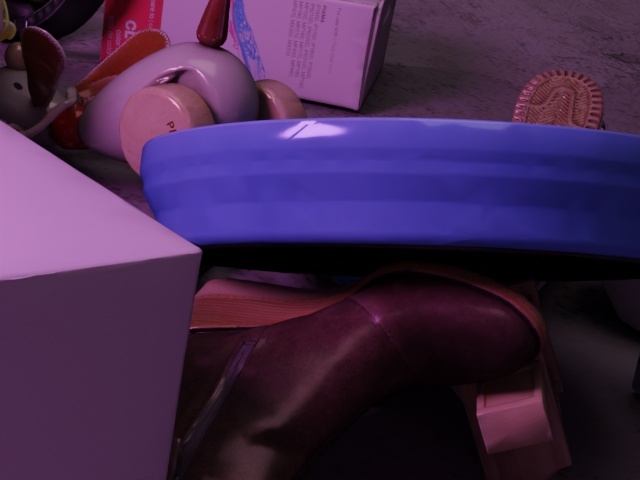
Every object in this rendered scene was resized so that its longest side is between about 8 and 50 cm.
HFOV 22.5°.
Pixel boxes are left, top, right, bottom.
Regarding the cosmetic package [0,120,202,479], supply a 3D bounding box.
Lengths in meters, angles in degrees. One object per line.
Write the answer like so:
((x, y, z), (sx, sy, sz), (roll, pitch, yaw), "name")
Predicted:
((-0.193, 0.070, 0.857), (0.138, 0.225, 0.224), (-10, 29, -40), "cosmetic package")

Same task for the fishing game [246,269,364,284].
((0.000, 0.000, 1.364), (0.264, 0.041, 0.189), (-4, 31, -47), "fishing game")

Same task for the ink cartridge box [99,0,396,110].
((-0.077, -0.262, 1.857), (0.306, 0.131, 0.226), (13, 21, 5), "ink cartridge box")

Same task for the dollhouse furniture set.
((0.079, 0.123, 1.070), (0.160, 0.101, 0.182), (-14, 21, 11), "dollhouse furniture set")

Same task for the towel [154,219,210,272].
((-0.241, 0.004, 1.173), (0.271, 0.040, 0.370), (14, 12, 9), "towel")

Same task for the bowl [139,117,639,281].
((0.071, -0.018, 1.101), (0.391, 0.077, 0.391), (2, -4, 0), "bowl")

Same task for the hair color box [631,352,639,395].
((0.443, 0.108, 1.180), (0.374, 0.114, 0.185), (3, 22, -17), "hair color box")

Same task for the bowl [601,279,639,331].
((0.265, 0.008, 1.354), (0.053, 0.142, 0.142), (-22, 8, 24), "bowl")

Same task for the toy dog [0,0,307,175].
((-0.175, -0.148, 1.417), (0.333, 0.161, 0.220), (6, 11, 15), "toy dog")

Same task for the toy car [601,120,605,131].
((0.314, -0.076, 1.665), (0.224, 0.053, 0.239), (11, 22, 4), "toy car")

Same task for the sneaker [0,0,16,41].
((-0.337, -0.218, 1.424), (0.147, 0.145, 0.384), (-11, 14, -26), "sneaker")

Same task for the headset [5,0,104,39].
((-0.335, -0.339, 1.844), (0.394, 0.244, 0.185), (0, -8, 43), "headset")

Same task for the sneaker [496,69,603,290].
((0.173, -0.002, 1.388), (0.099, 0.153, 0.282), (18, 53, 15), "sneaker")

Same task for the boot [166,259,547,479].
((-0.003, 0.107, 0.950), (0.248, 0.090, 0.207), (1, 41, 22), "boot")
